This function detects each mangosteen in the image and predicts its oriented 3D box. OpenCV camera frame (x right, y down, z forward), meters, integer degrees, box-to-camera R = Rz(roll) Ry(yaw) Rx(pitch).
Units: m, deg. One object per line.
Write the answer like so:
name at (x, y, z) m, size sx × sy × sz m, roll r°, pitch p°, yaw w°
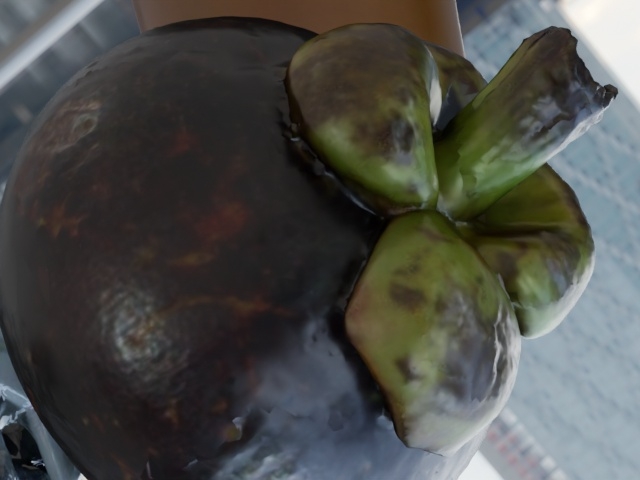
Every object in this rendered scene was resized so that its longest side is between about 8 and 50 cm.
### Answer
mangosteen at (0.000, 0.000, 0.581) m, size 0.217 × 0.192 × 0.192 m, roll -38°, pitch -171°, yaw 27°

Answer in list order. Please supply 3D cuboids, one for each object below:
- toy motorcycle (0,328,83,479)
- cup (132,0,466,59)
toy motorcycle at (-0.215, 0.088, 1.135) m, size 0.143 × 0.188 × 0.327 m, roll -21°, pitch -170°, yaw 11°
cup at (0.002, -0.157, 0.779) m, size 0.226 × 0.182 × 0.264 m, roll -20°, pitch -120°, yaw 16°
